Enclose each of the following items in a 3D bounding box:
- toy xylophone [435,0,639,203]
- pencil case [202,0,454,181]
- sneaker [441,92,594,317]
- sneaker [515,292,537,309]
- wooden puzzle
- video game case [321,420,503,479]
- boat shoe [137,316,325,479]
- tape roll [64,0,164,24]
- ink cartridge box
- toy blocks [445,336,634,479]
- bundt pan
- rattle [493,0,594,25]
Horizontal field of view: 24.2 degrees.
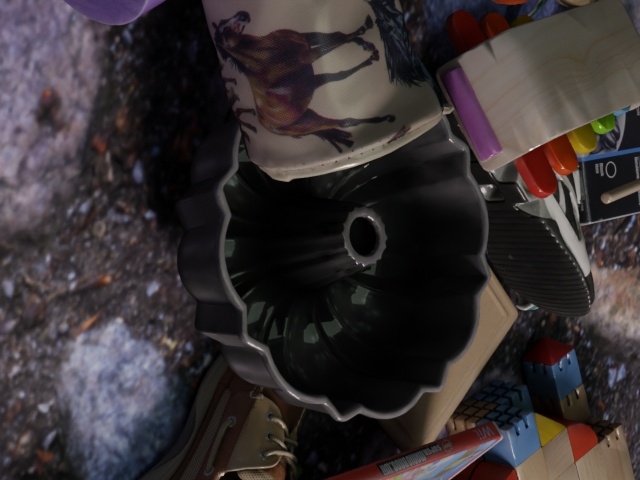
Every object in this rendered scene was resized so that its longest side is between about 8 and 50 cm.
[{"bbox_3d":[0.263,-0.142,1.531,0.322,0.081,0.236,-11,76,-46],"label":"toy xylophone"},{"bbox_3d":[-0.023,-0.261,1.178,0.183,0.160,0.410,-27,106,-48],"label":"pencil case"},{"bbox_3d":[0.237,-0.062,1.621,0.146,0.122,0.330,-51,128,-31],"label":"sneaker"},{"bbox_3d":[0.251,0.008,1.724,0.075,0.057,0.161,-29,128,-42],"label":"sneaker"},{"bbox_3d":[0.117,0.106,1.640,0.221,0.044,0.239,-53,140,-17],"label":"wooden puzzle"},{"bbox_3d":[0.037,0.271,1.530,0.285,0.025,0.204,-10,153,-47],"label":"video game case"},{"bbox_3d":[-0.070,0.208,1.424,0.324,0.116,0.123,-57,137,-13],"label":"boat shoe"},{"bbox_3d":[-0.160,-0.259,1.093,0.080,0.189,0.189,-40,130,-29],"label":"tape roll"},{"bbox_3d":[0.348,-0.131,1.739,0.208,0.045,0.206,-12,95,-44],"label":"ink cartridge box"},{"bbox_3d":[0.235,0.287,1.757,0.381,0.190,0.261,-31,114,-35],"label":"toy blocks"},{"bbox_3d":[0.000,0.000,1.365,0.331,0.124,0.331,5,82,-41],"label":"bundt pan"},{"bbox_3d":[0.297,-0.286,1.601,0.199,0.142,0.130,-38,148,-38],"label":"rattle"}]
